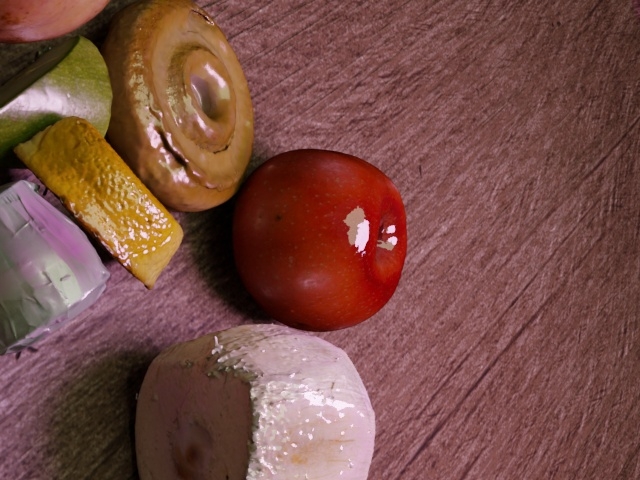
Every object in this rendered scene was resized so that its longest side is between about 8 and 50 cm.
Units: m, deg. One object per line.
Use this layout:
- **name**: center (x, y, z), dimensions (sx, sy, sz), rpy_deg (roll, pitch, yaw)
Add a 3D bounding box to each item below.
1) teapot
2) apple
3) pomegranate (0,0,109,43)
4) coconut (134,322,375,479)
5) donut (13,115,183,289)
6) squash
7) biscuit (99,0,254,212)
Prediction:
- **teapot**: center (-0.369, 0.037, 1.580), dimensions (0.178, 0.221, 0.163), rpy_deg (57, 0, -7)
- **apple**: center (0.000, 0.000, 1.964), dimensions (0.260, 0.216, 0.260), rpy_deg (0, 90, -67)
- **pomegranate**: center (-0.362, -0.346, 1.533), dimensions (0.338, 0.338, 0.338), rpy_deg (18, 66, -49)
- **coconut**: center (-0.070, 0.247, 1.768), dimensions (0.254, 0.297, 0.297), rpy_deg (2, 79, -40)
- **donut**: center (-0.242, -0.028, 1.681), dimensions (0.101, 0.152, 0.259), rpy_deg (-41, 139, -5)
- **squash**: center (-0.363, -0.174, 1.659), dimensions (0.252, 0.093, 0.169), rpy_deg (-1, 83, -52)
- **biscuit**: center (-0.181, -0.184, 1.869), dimensions (0.296, 0.102, 0.296), rpy_deg (31, 53, -55)
